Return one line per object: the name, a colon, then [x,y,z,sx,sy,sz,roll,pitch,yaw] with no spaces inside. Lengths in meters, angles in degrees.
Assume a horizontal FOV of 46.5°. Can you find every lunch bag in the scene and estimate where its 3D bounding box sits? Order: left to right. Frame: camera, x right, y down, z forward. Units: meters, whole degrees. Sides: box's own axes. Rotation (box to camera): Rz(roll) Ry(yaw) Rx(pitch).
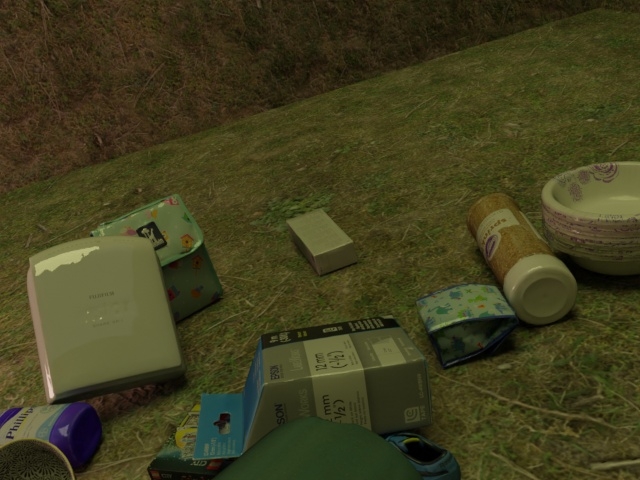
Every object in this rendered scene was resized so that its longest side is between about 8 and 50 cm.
lunch bag: [-0.365,0.049,1.638,0.223,0.262,0.160,-28,28,-28]
lunch bag: [0.258,0.138,1.307,0.151,0.096,0.129,-24,24,4]

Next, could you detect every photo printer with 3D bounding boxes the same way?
photo printer: [-0.414,0.136,1.423,0.256,0.307,0.107,-9,-22,-21]

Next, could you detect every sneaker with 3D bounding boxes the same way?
sneaker: [0.108,0.300,1.073,0.209,0.082,0.069,8,35,43]

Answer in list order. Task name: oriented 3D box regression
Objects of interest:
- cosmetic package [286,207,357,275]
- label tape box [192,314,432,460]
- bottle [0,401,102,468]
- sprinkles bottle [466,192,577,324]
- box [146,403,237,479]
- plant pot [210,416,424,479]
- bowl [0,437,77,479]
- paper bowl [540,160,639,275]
cosmetic package: [0.000,0.000,1.775,0.099,0.060,0.239,-21,26,-9]
label tape box: [-0.025,0.219,1.162,0.348,0.115,0.249,-6,10,-4]
bottle: [-0.532,0.348,1.307,0.283,0.092,0.118,-7,25,15]
sprinkles bottle: [0.380,0.024,1.446,0.121,0.121,0.355,-13,25,3]
box: [-0.135,0.330,1.183,0.233,0.044,0.159,-3,27,24]
plant pot: [-0.044,0.365,0.742,0.341,0.341,0.334,-2,15,25]
bowl: [-0.438,0.394,1.147,0.170,0.080,0.170,-3,71,9]
paper bowl: [0.570,-0.037,1.423,0.284,0.148,0.284,-9,26,4]
